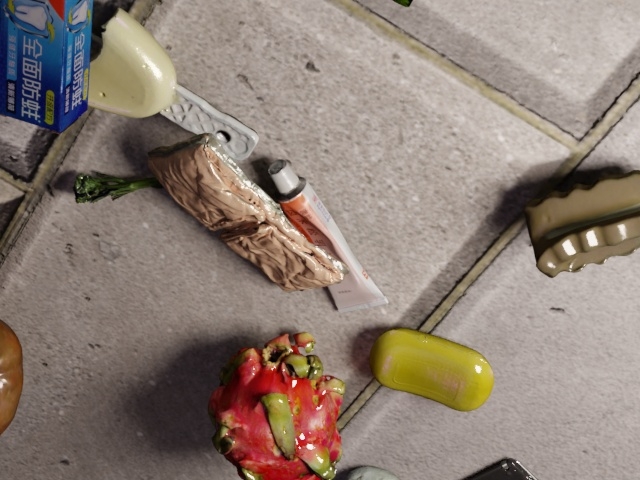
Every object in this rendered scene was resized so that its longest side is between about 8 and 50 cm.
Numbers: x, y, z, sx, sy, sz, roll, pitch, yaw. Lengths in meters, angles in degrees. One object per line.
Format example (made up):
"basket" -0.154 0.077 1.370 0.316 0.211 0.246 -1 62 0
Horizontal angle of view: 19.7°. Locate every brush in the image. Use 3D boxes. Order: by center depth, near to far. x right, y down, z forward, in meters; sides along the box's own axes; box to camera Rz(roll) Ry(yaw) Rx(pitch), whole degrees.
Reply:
"brush" 0.344 -0.039 1.774 0.301 0.084 0.071 -17 154 22

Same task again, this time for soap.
"soap" 0.123 0.141 2.025 0.140 0.045 0.089 18 130 6

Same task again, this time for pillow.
"pillow" -0.078 -0.022 1.932 0.232 0.043 0.126 43 155 -24

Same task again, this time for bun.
"bun" 0.065 0.305 2.185 0.083 0.045 0.083 8 126 12

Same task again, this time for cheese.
"cheese" -0.170 -0.151 1.879 0.235 0.049 0.127 33 131 -7

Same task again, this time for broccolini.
"broccolini" -0.204 -0.065 1.988 0.140 0.030 0.035 -9 89 21

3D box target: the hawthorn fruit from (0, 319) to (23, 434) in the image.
"hawthorn fruit" -0.476 0.160 2.174 0.251 0.199 0.199 -8 126 39

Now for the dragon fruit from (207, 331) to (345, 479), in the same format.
"dragon fruit" -0.044 0.196 2.063 0.166 0.160 0.172 21 138 35

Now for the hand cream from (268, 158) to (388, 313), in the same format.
"hand cream" 0.000 -0.001 1.962 0.052 0.038 0.216 13 143 48

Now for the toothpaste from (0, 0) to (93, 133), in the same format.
"toothpaste" -0.262 -0.262 1.772 0.076 0.066 0.320 17 124 15

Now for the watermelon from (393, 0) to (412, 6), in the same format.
"watermelon" 0.066 -0.285 1.677 0.094 0.125 0.135 -34 95 6

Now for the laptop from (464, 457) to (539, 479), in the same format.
"laptop" 0.203 0.328 2.176 0.129 0.016 0.180 43 131 -17
